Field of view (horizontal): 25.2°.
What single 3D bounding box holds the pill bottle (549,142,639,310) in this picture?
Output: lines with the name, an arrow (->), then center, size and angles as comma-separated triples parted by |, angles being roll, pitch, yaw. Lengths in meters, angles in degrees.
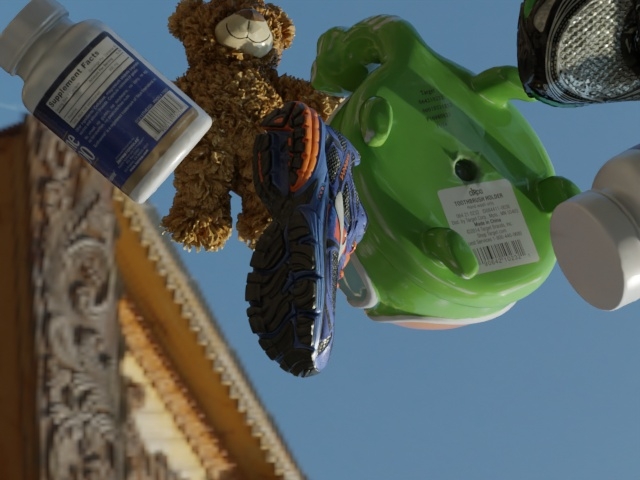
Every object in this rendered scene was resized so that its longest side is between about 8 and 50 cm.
pill bottle -> 0.292, -0.030, 1.120 | 0.121, 0.216, 0.121 | 51, -24, 33

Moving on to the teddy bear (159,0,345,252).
teddy bear -> -0.098, -0.143, 1.698 | 0.245, 0.113, 0.338 | 16, -104, 7

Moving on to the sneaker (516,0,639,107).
sneaker -> 0.301, -0.168, 1.046 | 0.146, 0.343, 0.134 | -135, -146, -60

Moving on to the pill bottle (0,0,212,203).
pill bottle -> -0.126, -0.083, 0.815 | 0.120, 0.067, 0.067 | 41, -69, -5

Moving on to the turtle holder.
turtle holder -> 0.078, -0.057, 1.397 | 0.320, 0.243, 0.227 | 45, -36, -2

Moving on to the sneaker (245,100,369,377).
sneaker -> 0.000, 0.000, 1.116 | 0.083, 0.087, 0.221 | -20, -120, 47
